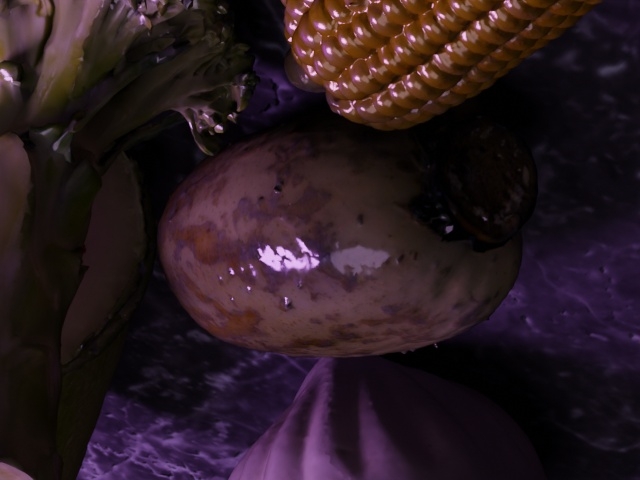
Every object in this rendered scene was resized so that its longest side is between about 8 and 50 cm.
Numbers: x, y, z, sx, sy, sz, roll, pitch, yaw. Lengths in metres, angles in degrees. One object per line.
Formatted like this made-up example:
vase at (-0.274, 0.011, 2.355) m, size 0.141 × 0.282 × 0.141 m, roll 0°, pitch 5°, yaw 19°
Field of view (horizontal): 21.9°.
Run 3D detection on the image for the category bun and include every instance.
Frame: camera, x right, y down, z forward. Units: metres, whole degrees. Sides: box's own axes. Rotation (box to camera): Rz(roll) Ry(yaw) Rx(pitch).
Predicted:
bun at (0.032, 0.167, 1.238) m, size 0.263 × 0.175 × 0.263 m, roll -13°, pitch 157°, yaw -6°

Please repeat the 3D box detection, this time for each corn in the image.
corn at (0.094, -0.160, 0.812) m, size 0.130 × 0.130 × 0.347 m, roll 38°, pitch 139°, yaw -18°

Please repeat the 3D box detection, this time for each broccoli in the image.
broccoli at (-0.146, -0.037, 0.916) m, size 0.252 × 0.361 × 0.221 m, roll -18°, pitch 153°, yaw 3°

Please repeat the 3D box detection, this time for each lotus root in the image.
lotus root at (0.000, 0.000, 1.054) m, size 0.173 × 0.173 × 0.309 m, roll 44°, pitch 147°, yaw -24°

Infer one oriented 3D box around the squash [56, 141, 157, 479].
squash at (-0.280, 0.080, 1.210) m, size 0.263 × 0.263 × 0.384 m, roll 26°, pitch 144°, yaw -2°

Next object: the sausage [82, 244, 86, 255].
sausage at (-0.228, -0.088, 1.080) m, size 0.253 × 0.034 × 0.034 m, roll 52°, pitch 146°, yaw 14°
